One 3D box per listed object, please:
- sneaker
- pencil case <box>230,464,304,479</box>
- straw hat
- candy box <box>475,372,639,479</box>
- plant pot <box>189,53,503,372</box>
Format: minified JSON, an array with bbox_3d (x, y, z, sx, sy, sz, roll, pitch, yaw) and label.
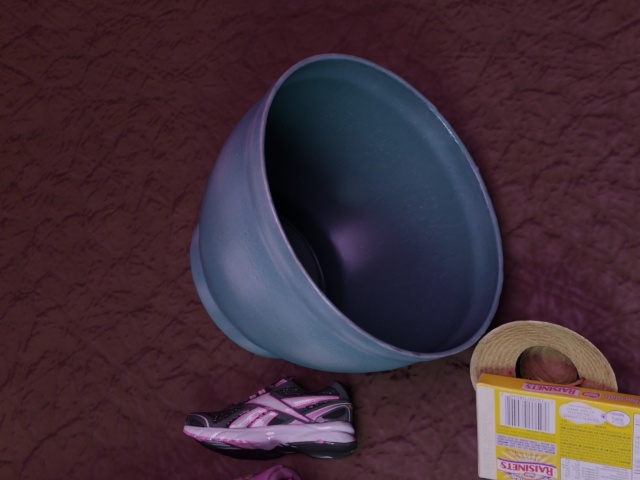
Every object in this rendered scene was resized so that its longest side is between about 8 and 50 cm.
[{"bbox_3d":[-0.046,0.175,1.183,0.178,0.072,0.077,-1,63,14],"label":"sneaker"},{"bbox_3d":[-0.172,0.347,1.132,0.386,0.167,0.160,-21,106,16],"label":"pencil case"},{"bbox_3d":[0.211,0.117,1.083,0.144,0.061,0.144,13,125,20],"label":"straw hat"},{"bbox_3d":[0.240,0.180,1.048,0.205,0.027,0.105,7,119,23],"label":"candy box"},{"bbox_3d":[0.000,0.000,1.108,0.196,0.293,0.293,-30,64,41],"label":"plant pot"}]
